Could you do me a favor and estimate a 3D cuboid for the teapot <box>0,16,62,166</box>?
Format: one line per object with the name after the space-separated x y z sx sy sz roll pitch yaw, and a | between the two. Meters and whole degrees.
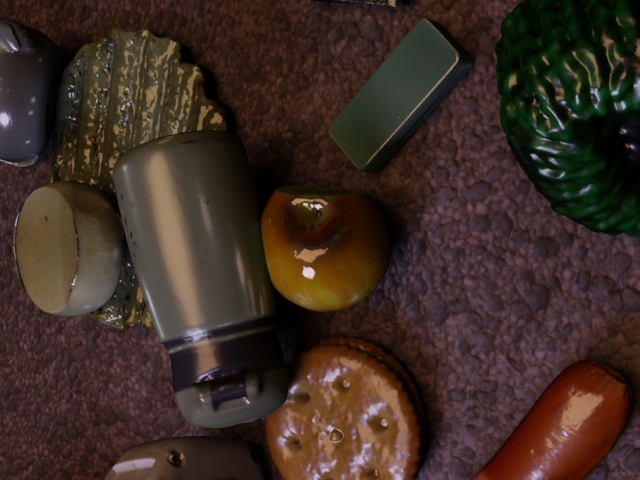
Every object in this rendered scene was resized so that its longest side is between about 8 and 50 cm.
-0.451 -0.214 1.438 0.294 0.129 0.193 110 167 -48 | teapot

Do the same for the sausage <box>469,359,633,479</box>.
0.227 0.248 1.064 0.089 0.083 0.300 46 116 24 | sausage

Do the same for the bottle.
-0.135 0.052 1.185 0.168 0.168 0.347 -17 84 33 | bottle

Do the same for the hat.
0.287 -0.193 0.949 0.242 0.274 0.332 -19 52 22 | hat

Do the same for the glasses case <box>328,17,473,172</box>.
0.093 -0.168 1.170 0.184 0.039 0.078 -48 66 25 | glasses case

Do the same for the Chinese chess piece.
-0.348 0.011 1.378 0.188 0.083 0.189 5 97 45 | Chinese chess piece

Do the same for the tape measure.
-0.161 0.372 1.216 0.130 0.258 0.265 -16 82 35 | tape measure

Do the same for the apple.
0.006 0.000 1.157 0.146 0.147 0.163 -10 74 8 | apple

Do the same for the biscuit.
0.031 0.228 1.204 0.220 0.066 0.221 2 94 32 | biscuit

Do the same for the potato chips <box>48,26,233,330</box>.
-0.258 -0.079 1.387 0.358 0.070 0.430 17 100 34 | potato chips

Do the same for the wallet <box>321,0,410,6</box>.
0.059 -0.441 1.185 0.172 0.045 0.318 13 97 30 | wallet
